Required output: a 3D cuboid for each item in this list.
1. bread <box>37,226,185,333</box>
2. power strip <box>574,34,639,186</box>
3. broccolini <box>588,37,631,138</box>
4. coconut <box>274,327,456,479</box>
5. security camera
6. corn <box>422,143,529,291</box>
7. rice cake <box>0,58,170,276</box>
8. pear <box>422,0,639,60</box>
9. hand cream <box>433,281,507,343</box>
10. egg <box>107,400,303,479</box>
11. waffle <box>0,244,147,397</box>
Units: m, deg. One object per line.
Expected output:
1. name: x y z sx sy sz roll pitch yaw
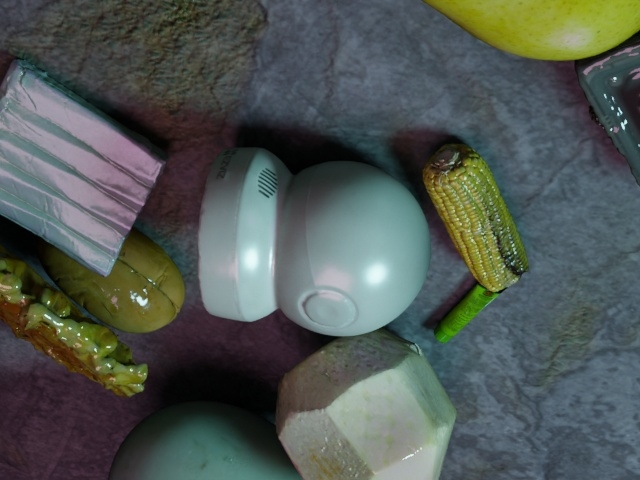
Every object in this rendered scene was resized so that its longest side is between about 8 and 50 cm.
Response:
1. bread: -0.239 0.035 1.926 0.189 0.114 0.077 34 166 -16
2. power strip: 0.398 -0.102 1.551 0.251 0.092 0.257 -15 131 30
3. broccolini: 0.296 -0.196 1.589 0.058 0.067 0.216 6 128 5
4. coconut: 0.061 0.221 1.959 0.197 0.237 0.237 -33 127 -1
5. security camera: 0.000 0.000 1.773 0.236 0.195 0.195 4 137 8
6. corn: 0.169 -0.022 1.791 0.072 0.072 0.203 -8 134 23
7. rice cake: -0.282 -0.076 1.828 0.198 0.037 0.189 25 111 -10
8. pear: 0.178 -0.281 1.328 0.285 0.336 0.285 13 118 25
9. hand cream: 0.171 0.079 1.928 0.036 0.023 0.122 20 138 -20
10. egg: -0.118 0.366 2.125 0.276 0.276 0.389 -9 134 24
11. waffle: -0.336 0.076 1.928 0.325 0.068 0.302 45 167 -27
